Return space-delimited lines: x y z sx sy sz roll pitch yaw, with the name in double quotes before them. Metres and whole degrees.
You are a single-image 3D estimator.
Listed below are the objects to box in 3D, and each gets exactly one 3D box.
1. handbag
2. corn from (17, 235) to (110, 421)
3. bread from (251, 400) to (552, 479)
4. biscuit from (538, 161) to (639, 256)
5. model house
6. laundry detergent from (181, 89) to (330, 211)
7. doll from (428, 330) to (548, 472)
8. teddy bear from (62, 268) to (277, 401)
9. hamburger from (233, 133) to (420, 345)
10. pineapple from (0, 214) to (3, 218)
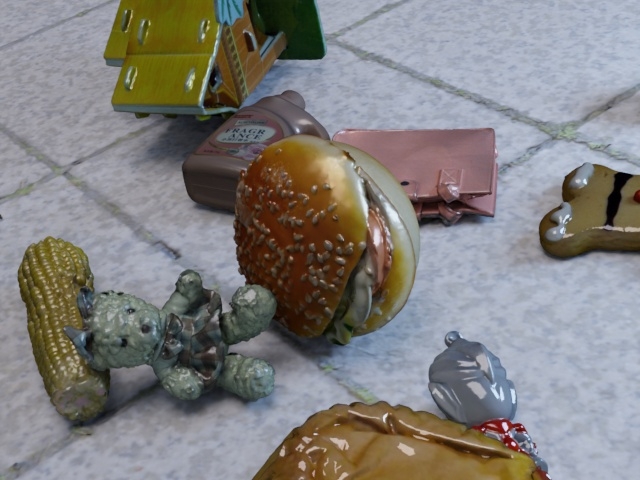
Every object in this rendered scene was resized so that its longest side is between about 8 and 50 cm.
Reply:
"handbag" 0.112 -0.081 1.371 0.212 0.059 0.157 -1 36 13
"corn" -0.283 0.085 1.223 0.086 0.087 0.288 -18 37 -10
"bread" 0.051 0.231 0.871 0.274 0.149 0.274 -2 33 1
"biscuit" 0.408 -0.035 1.240 0.301 0.049 0.197 7 41 23
"model house" -0.206 -0.326 1.567 0.300 0.340 0.324 5 42 24
"laundry detergent" -0.057 -0.124 1.468 0.171 0.076 0.237 11 38 27
"doll" 0.151 0.155 1.020 0.094 0.079 0.180 0 42 -25
"teddy bear" -0.150 0.098 1.138 0.213 0.111 0.133 7 74 -4
"hamburger" 0.000 -0.004 1.161 0.236 0.237 0.147 18 28 35
"pineapple" -0.475 -0.035 1.498 0.083 0.019 0.045 20 42 32
